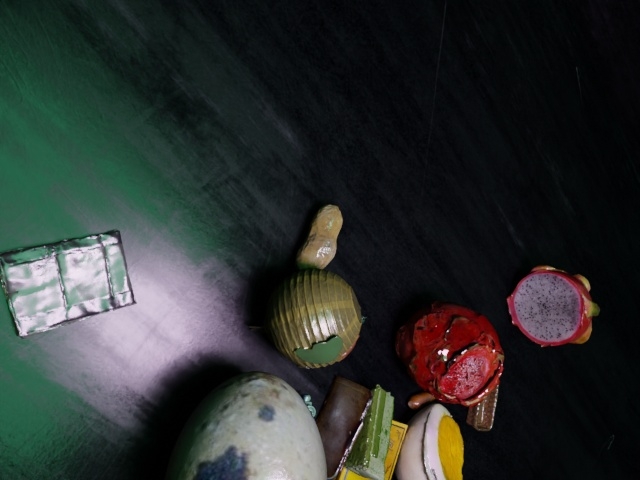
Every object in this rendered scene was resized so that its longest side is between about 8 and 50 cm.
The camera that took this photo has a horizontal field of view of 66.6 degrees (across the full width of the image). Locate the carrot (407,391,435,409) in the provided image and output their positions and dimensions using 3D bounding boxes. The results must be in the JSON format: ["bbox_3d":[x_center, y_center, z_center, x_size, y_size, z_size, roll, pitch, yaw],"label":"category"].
[{"bbox_3d":[0.365,0.504,1.601,0.216,0.048,0.048,-11,97,-39],"label":"carrot"}]

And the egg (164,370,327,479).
[{"bbox_3d":[-0.153,0.503,1.048,0.345,0.345,0.427,23,69,-33],"label":"egg"}]

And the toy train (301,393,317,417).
[{"bbox_3d":[-0.074,0.485,1.273,0.099,0.070,0.172,17,82,-27],"label":"toy train"}]

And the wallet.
[{"bbox_3d":[0.043,0.505,1.317,0.031,0.137,0.255,48,63,-47],"label":"wallet"}]

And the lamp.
[{"bbox_3d":[-0.041,0.197,1.204,0.284,0.250,0.250,-16,102,7],"label":"lamp"}]

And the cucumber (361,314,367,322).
[{"bbox_3d":[0.072,0.227,1.390,0.168,0.039,0.039,8,85,-33],"label":"cucumber"}]

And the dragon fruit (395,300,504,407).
[{"bbox_3d":[0.379,0.331,1.456,0.296,0.302,0.295,-6,100,-33],"label":"dragon fruit"}]

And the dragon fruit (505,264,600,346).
[{"bbox_3d":[0.881,0.243,1.821,0.226,0.305,0.305,4,88,-42],"label":"dragon fruit"}]

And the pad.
[{"bbox_3d":[-0.507,0.085,0.990,0.233,0.022,0.174,-15,99,-35],"label":"pad"}]

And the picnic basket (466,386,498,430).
[{"bbox_3d":[0.578,0.576,1.741,0.110,0.055,0.193,17,80,-35],"label":"picnic basket"}]

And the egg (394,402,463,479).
[{"bbox_3d":[0.320,0.646,1.499,0.264,0.174,0.286,52,40,-30],"label":"egg"}]

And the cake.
[{"bbox_3d":[0.154,0.519,1.315,0.100,0.099,0.235,40,67,-28],"label":"cake"}]

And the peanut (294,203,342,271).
[{"bbox_3d":[0.000,0.000,1.313,0.099,0.099,0.214,31,67,-31],"label":"peanut"}]

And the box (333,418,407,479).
[{"bbox_3d":[0.117,0.645,1.397,0.193,0.084,0.301,29,74,-31],"label":"box"}]
